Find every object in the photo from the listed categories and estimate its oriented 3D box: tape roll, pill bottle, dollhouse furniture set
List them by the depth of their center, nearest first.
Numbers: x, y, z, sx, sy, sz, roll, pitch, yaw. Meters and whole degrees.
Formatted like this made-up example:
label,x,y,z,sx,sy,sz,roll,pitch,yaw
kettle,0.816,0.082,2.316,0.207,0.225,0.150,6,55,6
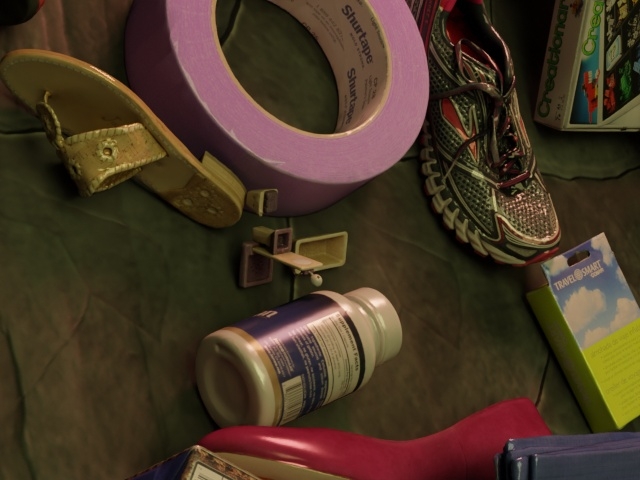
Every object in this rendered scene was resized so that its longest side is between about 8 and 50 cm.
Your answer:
label,x,y,z,sx,sy,sz,roll,pitch,yaw
pill bottle,-0.014,0.097,1.223,0.169,0.094,0.094,-20,83,-38
dollhouse furniture set,0.000,0.000,1.262,0.114,0.081,0.091,-10,112,-44
tape roll,-0.037,-0.164,1.323,0.275,0.090,0.274,14,63,-30

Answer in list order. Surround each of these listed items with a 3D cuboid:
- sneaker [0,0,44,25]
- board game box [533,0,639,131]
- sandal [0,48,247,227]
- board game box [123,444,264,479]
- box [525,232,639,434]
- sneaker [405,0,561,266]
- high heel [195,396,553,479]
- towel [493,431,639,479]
label,x,y,z,sx,sy,sz,roll,pitch,yaw
sneaker,-0.308,-0.311,1.197,0.276,0.098,0.135,47,53,-11
board game box,0.338,-0.268,1.535,0.193,0.053,0.305,-2,109,-35
sandal,-0.166,-0.063,1.193,0.240,0.088,0.079,34,49,-24
board game box,-0.042,0.329,1.075,0.291,0.141,0.232,32,56,-19
box,0.279,0.093,1.452,0.109,0.042,0.178,-24,87,-38
sneaker,0.153,-0.115,1.415,0.121,0.112,0.299,-23,85,-39
high heel,0.053,0.176,1.228,0.377,0.127,0.181,25,45,-32
towel,0.216,0.323,1.171,0.243,0.040,0.335,4,88,-46
